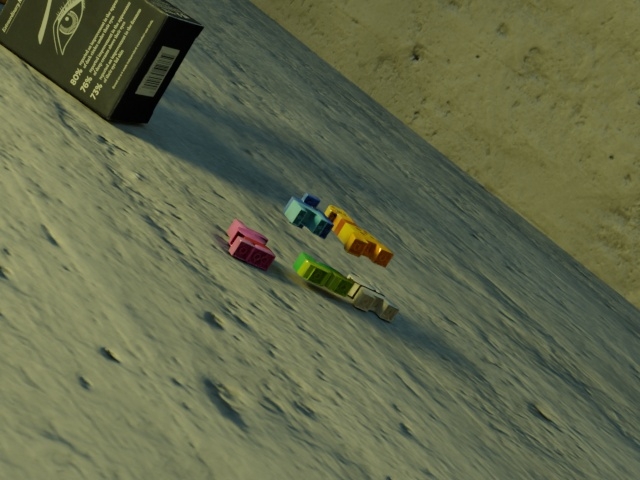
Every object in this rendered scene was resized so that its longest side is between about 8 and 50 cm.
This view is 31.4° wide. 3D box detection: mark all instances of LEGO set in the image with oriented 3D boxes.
[{"bbox_3d":[0.000,0.000,1.268,0.227,0.087,0.093,26,15,-33],"label":"LEGO set"}]

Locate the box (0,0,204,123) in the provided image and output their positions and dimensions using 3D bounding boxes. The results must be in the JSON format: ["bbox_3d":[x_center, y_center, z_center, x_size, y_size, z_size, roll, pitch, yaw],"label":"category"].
[{"bbox_3d":[-0.280,-0.264,1.426,0.207,0.153,0.108,37,13,13],"label":"box"}]

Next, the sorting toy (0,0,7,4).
[{"bbox_3d":[-0.545,-0.451,1.725,0.348,0.047,0.196,41,15,30],"label":"sorting toy"}]
